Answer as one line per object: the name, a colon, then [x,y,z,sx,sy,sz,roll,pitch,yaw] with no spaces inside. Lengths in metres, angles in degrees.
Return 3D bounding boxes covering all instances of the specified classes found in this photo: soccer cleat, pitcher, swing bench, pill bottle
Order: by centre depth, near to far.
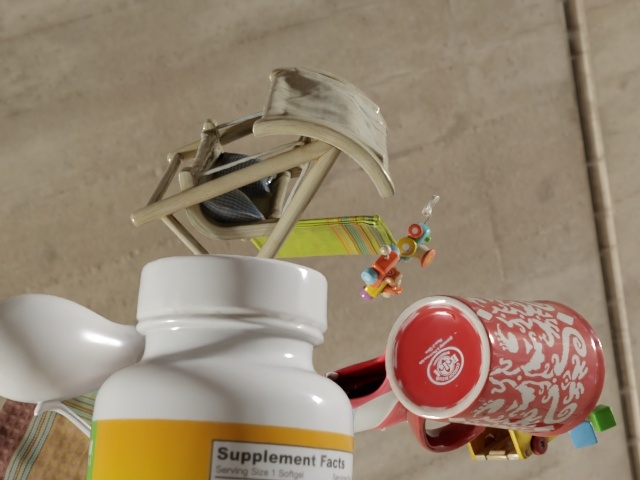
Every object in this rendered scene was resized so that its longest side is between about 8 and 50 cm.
pill bottle: [-0.052,0.137,0.540,0.136,0.246,0.136,3,166,1]
soccer cleat: [-0.011,0.190,1.148,0.248,0.095,0.083,-23,-141,8]
swing bench: [-0.055,-0.084,1.231,0.254,0.165,0.253,-38,-164,14]
pitcher: [-0.296,0.155,1.240,0.207,0.178,0.125,10,154,-33]

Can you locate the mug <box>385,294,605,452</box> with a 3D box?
mug: [0.130,0.113,0.826,0.113,0.150,0.169,22,-174,39]

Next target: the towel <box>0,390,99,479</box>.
towel: [-0.279,0.279,1.387,0.370,0.040,0.272,13,-111,24]

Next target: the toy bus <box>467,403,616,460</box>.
toy bus: [0.277,0.217,1.414,0.190,0.104,0.202,-20,-176,4]

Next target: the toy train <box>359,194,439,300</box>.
toy train: [0.105,0.022,1.304,0.046,0.125,0.166,38,-127,10]

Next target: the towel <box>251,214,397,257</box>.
towel: [0.000,0.000,1.660,0.237,0.102,0.021,-3,-123,25]
